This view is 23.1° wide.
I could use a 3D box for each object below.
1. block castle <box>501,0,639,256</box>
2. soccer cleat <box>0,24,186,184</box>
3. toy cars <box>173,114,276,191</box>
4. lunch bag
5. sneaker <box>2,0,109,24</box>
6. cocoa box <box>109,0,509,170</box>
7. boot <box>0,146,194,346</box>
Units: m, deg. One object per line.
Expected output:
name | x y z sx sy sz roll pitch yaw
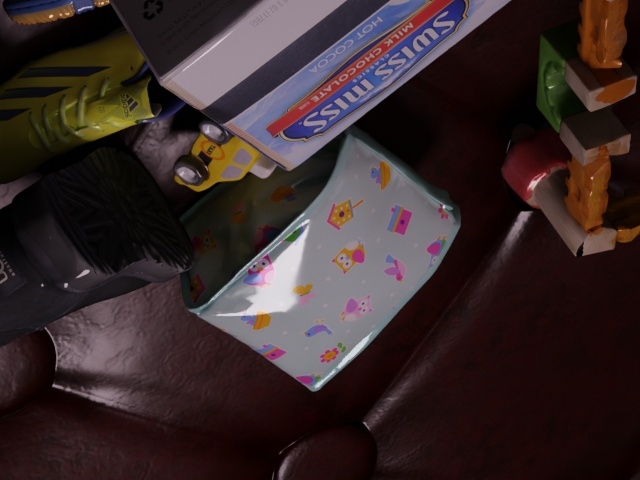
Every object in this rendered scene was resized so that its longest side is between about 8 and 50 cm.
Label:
block castle | 0.350 -0.222 1.641 0.303 0.213 0.453 -19 139 -12
soccer cleat | -0.212 -0.138 1.503 0.289 0.121 0.093 -32 132 -4
toy cars | -0.018 -0.190 1.526 0.087 0.176 0.393 33 107 -5
lunch bag | 0.000 0.000 1.692 0.262 0.160 0.223 -43 131 13
sneaker | -0.174 -0.308 1.431 0.296 0.112 0.131 -31 115 -7
cocoa box | 0.008 -0.268 1.265 0.347 0.231 0.228 -37 152 11
boot | -0.372 0.082 1.535 0.445 0.146 0.367 -32 173 13
